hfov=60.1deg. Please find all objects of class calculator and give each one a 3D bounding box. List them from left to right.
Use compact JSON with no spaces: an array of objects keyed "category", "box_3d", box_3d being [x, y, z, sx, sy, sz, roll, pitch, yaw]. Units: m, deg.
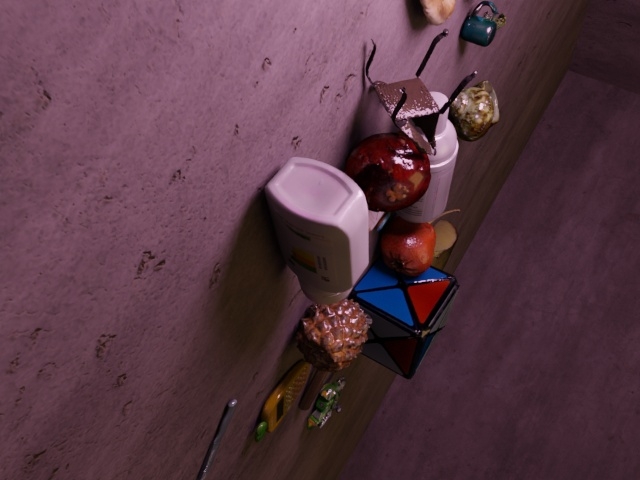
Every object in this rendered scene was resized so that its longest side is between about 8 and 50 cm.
[{"category":"calculator","box_3d":[-0.096,0.401,1.394,0.235,0.032,0.146,-47,155,-37]}]

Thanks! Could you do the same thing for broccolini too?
[{"category":"broccolini","box_3d":[0.470,-0.577,1.469,0.194,0.052,0.054,-35,151,-51]}]

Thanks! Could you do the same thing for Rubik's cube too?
[{"category":"Rubik's cube","box_3d":[0.231,0.212,1.623,0.246,0.248,0.250,-45,153,-35]}]

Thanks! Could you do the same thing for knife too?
[{"category":"knife","box_3d":[-0.216,0.418,1.156,0.210,0.015,0.028,-67,166,15]}]

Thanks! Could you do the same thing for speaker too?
[{"category":"speaker","box_3d":[0.374,-0.507,1.295,0.060,0.075,0.095,-50,156,-31]}]

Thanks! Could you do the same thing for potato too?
[{"category":"potato","box_3d":[0.428,0.086,2.133,0.269,0.112,0.255,-36,149,-46]}]

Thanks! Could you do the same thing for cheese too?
[{"category":"cheese","box_3d":[0.175,-0.066,1.448,0.111,0.017,0.047,-55,178,-5]}]

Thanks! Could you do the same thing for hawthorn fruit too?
[{"category":"hawthorn fruit","box_3d":[0.288,-0.029,1.559,0.285,0.165,0.165,-45,155,-20]}]

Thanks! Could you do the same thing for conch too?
[{"category":"conch","box_3d":[0.424,-0.366,1.540,0.181,0.124,0.188,41,54,-60]}]

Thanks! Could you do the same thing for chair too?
[{"category":"chair","box_3d":[0.164,-0.251,0.990,0.148,0.174,0.213,-18,153,-13]}]

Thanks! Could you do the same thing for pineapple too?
[{"category":"pineapple","box_3d":[0.037,0.203,1.281,0.193,0.166,0.166,-43,152,-42]}]

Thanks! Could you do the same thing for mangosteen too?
[{"category":"mangosteen","box_3d":[0.128,-0.139,1.082,0.180,0.166,0.166,-89,-167,-60]}]

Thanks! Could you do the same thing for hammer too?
[{"category":"hammer","box_3d":[0.020,0.339,1.540,0.111,0.043,0.366,11,120,-27]}]

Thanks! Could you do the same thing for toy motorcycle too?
[{"category":"toy motorcycle","box_3d":[0.023,0.521,1.780,0.106,0.074,0.190,6,112,-58]}]

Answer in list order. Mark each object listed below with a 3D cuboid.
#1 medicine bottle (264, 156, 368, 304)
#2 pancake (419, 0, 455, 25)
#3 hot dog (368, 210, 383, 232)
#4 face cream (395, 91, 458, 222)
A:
[{"category":"medicine bottle","box_3d":[0.000,0.000,0.930,0.111,0.161,0.296,-52,159,-21]},{"category":"pancake","box_3d":[0.240,-0.529,0.995,0.282,0.048,0.283,-52,157,-33]},{"category":"hot dog","box_3d":[0.118,-0.095,1.236,0.191,0.059,0.108,-52,144,-15]},{"category":"face cream","box_3d":[0.243,-0.201,1.269,0.145,0.145,0.370,-52,159,-25]}]
